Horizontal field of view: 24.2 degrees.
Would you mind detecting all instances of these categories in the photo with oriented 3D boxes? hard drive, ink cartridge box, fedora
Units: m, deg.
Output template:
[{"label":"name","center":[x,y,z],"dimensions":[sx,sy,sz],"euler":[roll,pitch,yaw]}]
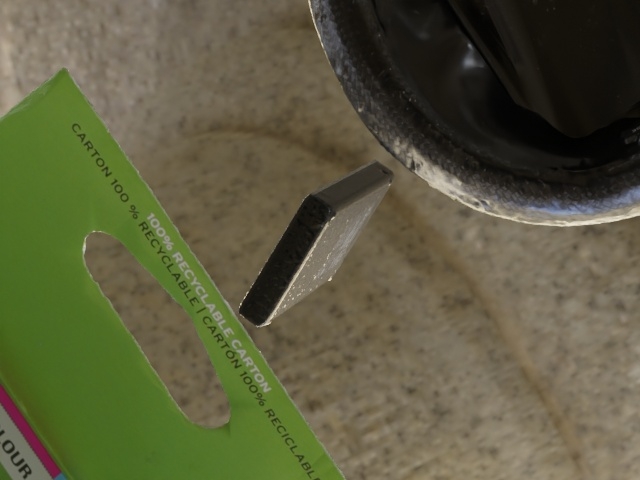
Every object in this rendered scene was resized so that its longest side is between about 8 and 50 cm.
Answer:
[{"label":"hard drive","center":[0.000,0.000,0.978],"dimensions":[0.022,0.135,0.094],"euler":[35,111,9]},{"label":"ink cartridge box","center":[-0.138,0.080,0.534],"dimensions":[0.255,0.097,0.188],"euler":[-29,97,41]},{"label":"fedora","center":[0.149,-0.180,0.878],"dimensions":[0.334,0.152,0.334],"euler":[4,100,23]}]
